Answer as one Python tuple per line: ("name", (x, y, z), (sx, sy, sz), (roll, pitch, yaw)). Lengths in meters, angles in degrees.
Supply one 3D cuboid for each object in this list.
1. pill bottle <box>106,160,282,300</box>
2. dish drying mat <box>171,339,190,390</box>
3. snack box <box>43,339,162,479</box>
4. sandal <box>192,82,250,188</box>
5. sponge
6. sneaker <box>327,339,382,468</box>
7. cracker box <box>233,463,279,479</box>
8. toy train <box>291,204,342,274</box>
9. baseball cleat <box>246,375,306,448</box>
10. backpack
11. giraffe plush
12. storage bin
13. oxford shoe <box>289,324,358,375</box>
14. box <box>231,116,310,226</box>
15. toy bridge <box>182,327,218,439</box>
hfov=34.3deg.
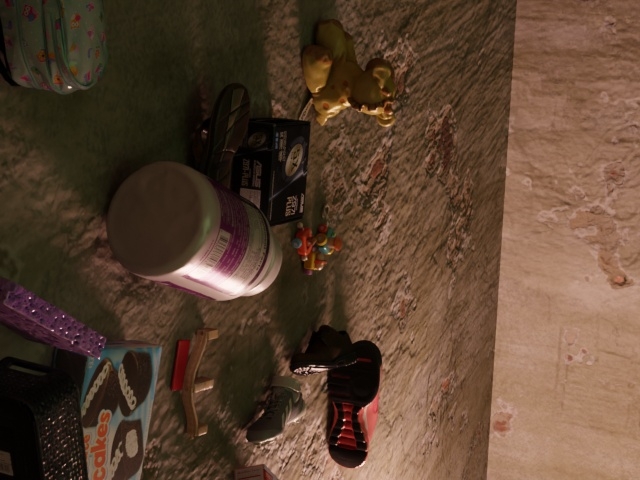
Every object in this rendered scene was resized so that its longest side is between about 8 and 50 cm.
("pill bottle", (-0.173, -0.002, 1.547), (0.301, 0.169, 0.169), (31, 70, -66))
("dish drying mat", (-0.230, 0.204, 1.693), (0.032, 0.008, 0.083), (7, 93, -66))
("snack box", (-0.320, 0.304, 1.460), (0.187, 0.060, 0.322), (9, 91, -66))
("sandal", (-0.170, -0.147, 1.647), (0.090, 0.060, 0.219), (-25, 136, -55))
("sponge", (-0.354, 0.085, 1.228), (0.210, 0.117, 0.031), (51, 55, -60))
("sneaker", (0.080, 0.357, 2.365), (0.136, 0.115, 0.314), (-50, 150, -66))
("cracker box", (-0.104, 0.555, 1.932), (0.156, 0.067, 0.232), (62, 19, -54))
("toy train", (0.000, 0.000, 2.093), (0.166, 0.046, 0.125), (-45, 138, -53))
("baseball cleat", (-0.092, 0.322, 1.999), (0.206, 0.072, 0.110), (-22, 105, -68))
("backpack", (-0.315, -0.259, 1.197), (0.152, 0.115, 0.182), (-47, 143, -56))
("giraffe plush", (0.068, -0.304, 1.979), (0.181, 0.170, 0.210), (42, 60, -63))
("storage bin", (-0.363, 0.246, 1.263), (0.084, 0.122, 0.180), (-38, 132, -58))
("oxford shoe", (-0.004, 0.228, 2.153), (0.227, 0.082, 0.096), (-6, 81, -64))
("box", (-0.087, -0.121, 1.811), (0.147, 0.077, 0.180), (-16, 113, -65))
("toy bridge", (-0.206, 0.242, 1.738), (0.063, 0.026, 0.188), (-4, 102, -63))
